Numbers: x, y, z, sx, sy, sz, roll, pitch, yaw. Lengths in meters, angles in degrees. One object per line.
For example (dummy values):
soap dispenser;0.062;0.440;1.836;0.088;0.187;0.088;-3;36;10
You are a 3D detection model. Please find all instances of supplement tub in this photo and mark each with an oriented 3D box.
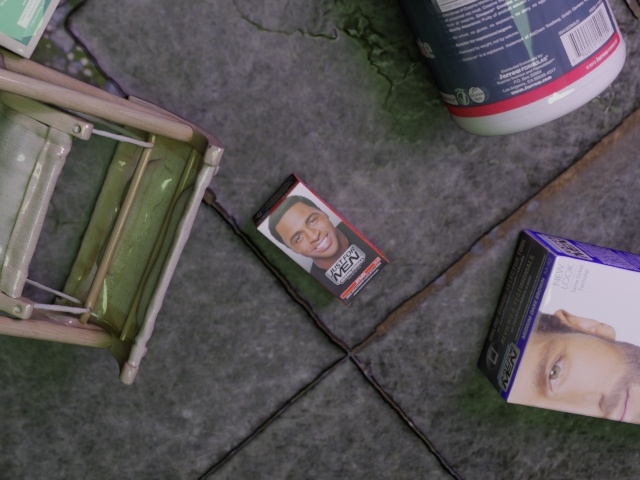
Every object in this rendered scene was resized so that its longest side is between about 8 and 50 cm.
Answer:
supplement tub;0.171;-0.259;1.055;0.191;0.191;0.272;-29;111;-3

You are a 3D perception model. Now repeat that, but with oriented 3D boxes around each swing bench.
swing bench;-0.261;-0.029;1.047;0.254;0.165;0.253;19;102;-23

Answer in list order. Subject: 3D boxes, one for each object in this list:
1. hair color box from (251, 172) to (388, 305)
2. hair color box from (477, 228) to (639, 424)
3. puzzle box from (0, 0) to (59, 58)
hair color box;0.000;0.000;1.176;0.141;0.043;0.072;41;96;-20
hair color box;0.380;0.117;1.269;0.338;0.110;0.185;12;105;-15
puzzle box;-0.299;-0.409;0.973;0.272;0.052;0.409;28;99;-20
